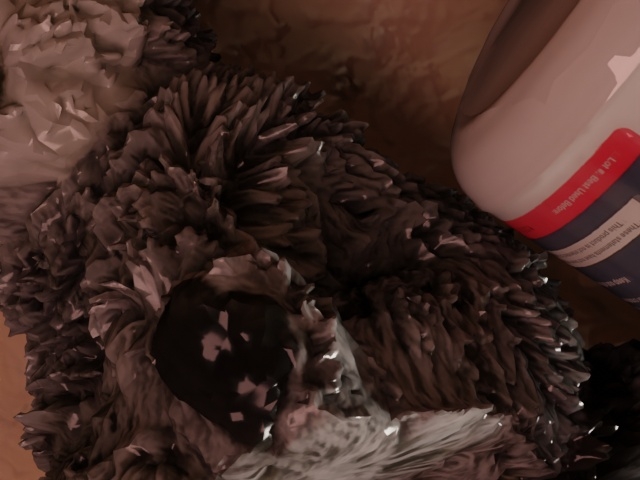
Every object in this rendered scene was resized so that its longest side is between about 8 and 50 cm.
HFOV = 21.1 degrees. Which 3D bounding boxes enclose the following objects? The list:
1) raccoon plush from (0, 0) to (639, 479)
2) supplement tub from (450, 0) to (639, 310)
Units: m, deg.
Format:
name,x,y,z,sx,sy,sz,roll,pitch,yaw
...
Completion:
name,x,y,z,sx,sy,sz,roll,pitch,yaw
raccoon plush,0.000,0.000,0.756,0.446,0.299,0.216,10,140,-41
supplement tub,0.204,-0.031,0.639,0.272,0.191,0.191,33,122,-7
